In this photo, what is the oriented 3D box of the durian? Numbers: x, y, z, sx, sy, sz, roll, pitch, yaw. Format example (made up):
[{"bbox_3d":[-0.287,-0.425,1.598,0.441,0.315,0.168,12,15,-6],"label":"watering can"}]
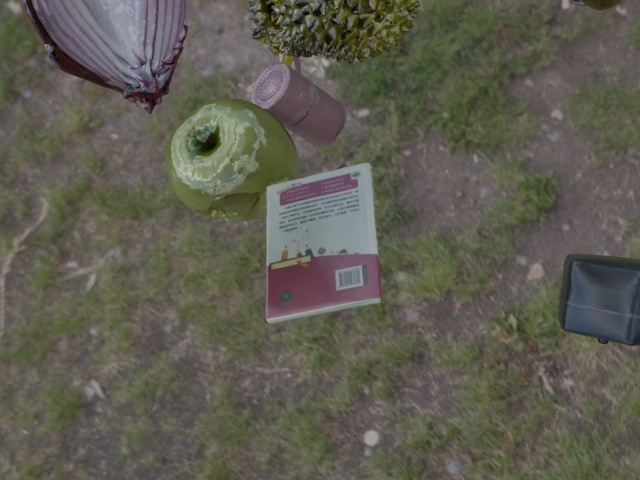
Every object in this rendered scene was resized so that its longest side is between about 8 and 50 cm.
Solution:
[{"bbox_3d":[0.018,-0.406,1.337,0.293,0.258,0.258,-1,61,44],"label":"durian"}]

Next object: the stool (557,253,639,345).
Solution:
[{"bbox_3d":[0.520,0.102,1.429,0.232,0.232,0.141,7,94,27],"label":"stool"}]

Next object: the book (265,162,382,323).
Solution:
[{"bbox_3d":[0.000,0.000,1.165,0.162,0.022,0.232,-12,53,14],"label":"book"}]

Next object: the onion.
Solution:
[{"bbox_3d":[-0.282,-0.301,1.091,0.227,0.283,0.120,-31,33,-28],"label":"onion"}]

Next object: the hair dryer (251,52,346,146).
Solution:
[{"bbox_3d":[-0.057,-0.410,2.034,0.125,0.210,0.352,-31,49,32],"label":"hair dryer"}]

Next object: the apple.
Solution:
[{"bbox_3d":[-0.184,-0.162,1.737,0.279,0.279,0.279,-11,59,19],"label":"apple"}]

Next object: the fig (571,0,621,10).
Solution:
[{"bbox_3d":[0.429,-0.388,1.285,0.084,0.098,0.082,3,76,14],"label":"fig"}]
